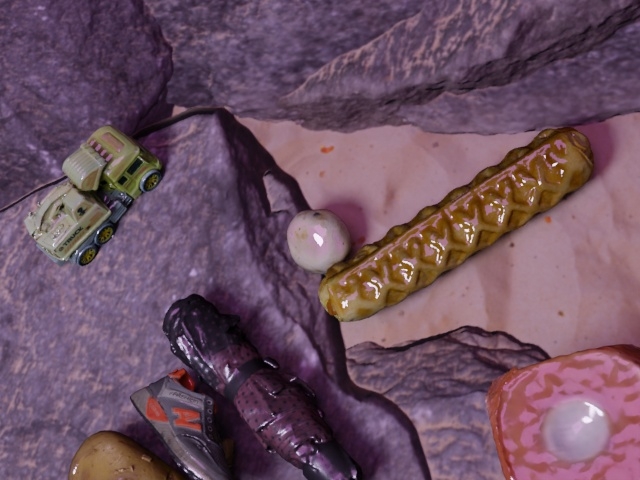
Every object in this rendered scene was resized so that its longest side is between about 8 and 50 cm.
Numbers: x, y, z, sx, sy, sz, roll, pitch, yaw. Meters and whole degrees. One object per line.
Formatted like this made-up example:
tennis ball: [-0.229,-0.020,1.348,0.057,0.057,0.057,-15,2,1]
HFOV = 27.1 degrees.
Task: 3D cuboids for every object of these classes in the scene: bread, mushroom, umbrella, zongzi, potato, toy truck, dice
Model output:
bread: [0.159,-0.017,1.560,0.367,0.084,0.077,-32,109,3]
mushroom: [0.000,0.000,1.613,0.084,0.067,0.083,11,107,39]
umbrella: [-0.067,0.180,1.559,0.094,0.090,0.326,-47,64,-5]
zongzi: [-0.137,0.279,1.581,0.076,0.040,0.083,-8,86,23]
potato: [-0.227,0.301,1.549,0.176,0.137,0.137,24,80,26]
toy truck: [-0.302,-0.061,1.708,0.085,0.116,0.191,40,87,24]
dice: [0.277,0.218,1.384,0.175,0.179,0.174,-16,66,8]

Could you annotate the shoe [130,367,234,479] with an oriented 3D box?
shoe: [-0.146,0.218,1.540,0.077,0.074,0.194,-41,47,-7]
